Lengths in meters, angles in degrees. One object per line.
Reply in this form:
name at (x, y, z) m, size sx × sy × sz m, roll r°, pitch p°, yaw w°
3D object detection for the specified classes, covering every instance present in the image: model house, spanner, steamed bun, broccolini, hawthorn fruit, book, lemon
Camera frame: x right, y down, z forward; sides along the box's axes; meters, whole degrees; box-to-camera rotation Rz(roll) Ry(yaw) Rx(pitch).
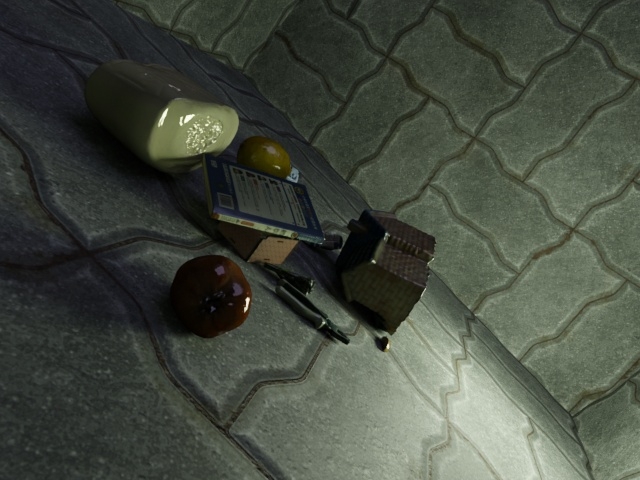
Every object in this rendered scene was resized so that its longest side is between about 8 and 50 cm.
model house at (-0.209, -0.023, 1.621) m, size 0.326 × 0.169 × 0.244 m, roll 33°, pitch 28°, yaw -19°
spanner at (-0.024, 0.252, 1.569) m, size 0.325 × 0.040 × 0.095 m, roll 41°, pitch 18°, yaw -6°
steamed bun at (-0.540, -0.417, 1.555) m, size 0.371 × 0.289 × 0.456 m, roll 36°, pitch 21°, yaw 15°
broccolini at (-0.105, 0.122, 1.611) m, size 0.203 × 0.091 × 0.068 m, roll 38°, pitch 52°, yaw -12°
model house at (0.241, 0.122, 2.016) m, size 0.400 × 0.395 × 0.445 m, roll 30°, pitch 32°, yaw 0°
hawthorn fruit at (-0.264, 0.123, 1.128) m, size 0.199 × 0.199 × 0.251 m, roll 40°, pitch 4°, yaw -12°
book at (-0.197, -0.143, 1.585) m, size 0.428 × 0.039 × 0.299 m, roll 14°, pitch 40°, yaw -34°
lemon at (-0.270, -0.373, 2.156) m, size 0.263 × 0.236 × 0.236 m, roll 47°, pitch 16°, yaw -13°

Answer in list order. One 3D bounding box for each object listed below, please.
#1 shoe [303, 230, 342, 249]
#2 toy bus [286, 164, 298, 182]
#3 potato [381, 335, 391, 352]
shoe at (0.000, 0.000, 2.133) m, size 0.207 × 0.106 × 0.091 m, roll 14°, pitch 74°, yaw -27°
toy bus at (-0.258, -0.397, 2.447) m, size 0.330 × 0.109 × 0.135 m, roll 30°, pitch 31°, yaw -37°
potato at (0.271, 0.422, 1.839) m, size 0.036 × 0.037 × 0.093 m, roll 45°, pitch 16°, yaw -12°
